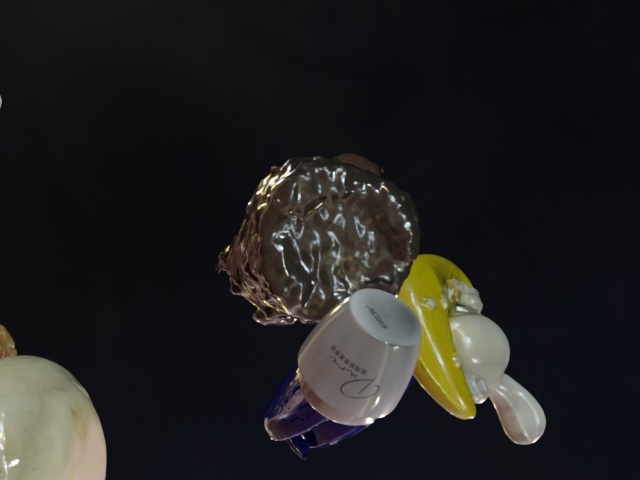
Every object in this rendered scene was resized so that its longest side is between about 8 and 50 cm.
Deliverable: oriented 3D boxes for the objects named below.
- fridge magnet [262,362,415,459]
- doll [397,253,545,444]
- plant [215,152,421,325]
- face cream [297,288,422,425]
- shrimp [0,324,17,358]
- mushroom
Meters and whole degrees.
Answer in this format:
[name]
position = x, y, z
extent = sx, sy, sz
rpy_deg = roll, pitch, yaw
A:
[fridge magnet]
position = 0.034, 0.191, 2.063
extent = 0.112, 0.265, 0.265
rpy_deg = 53, -26, -10
[doll]
position = 0.155, 0.121, 1.799
extent = 0.111, 0.252, 0.237
rpy_deg = -39, -128, 22
[plant]
position = 0.000, 0.000, 1.537
extent = 0.234, 0.178, 0.204
rpy_deg = -160, -91, -77
[face cream]
position = 0.033, 0.093, 1.201
extent = 0.091, 0.091, 0.095
rpy_deg = 52, -51, 29
[shrimp]
position = -0.517, 0.132, 2.094
extent = 0.217, 0.051, 0.115
rpy_deg = 28, -77, 6
[mushroom]
position = -0.333, 0.245, 1.552
extent = 0.202, 0.246, 0.246
rpy_deg = -3, -69, 17
